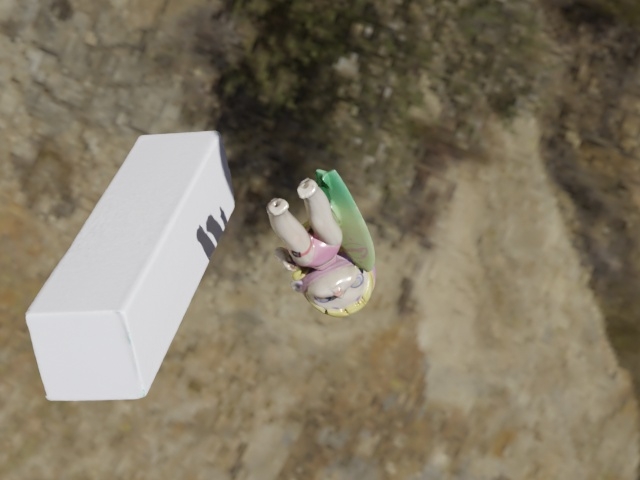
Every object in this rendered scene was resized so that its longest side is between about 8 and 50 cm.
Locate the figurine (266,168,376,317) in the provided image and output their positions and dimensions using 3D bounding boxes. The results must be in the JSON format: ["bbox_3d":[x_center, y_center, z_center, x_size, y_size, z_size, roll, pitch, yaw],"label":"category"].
[{"bbox_3d":[0.000,0.000,1.226,0.083,0.083,0.187,-58,153,-13],"label":"figurine"}]

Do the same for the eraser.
[{"bbox_3d":[-0.141,0.011,1.236,0.298,0.078,0.076,-70,154,-59],"label":"eraser"}]
